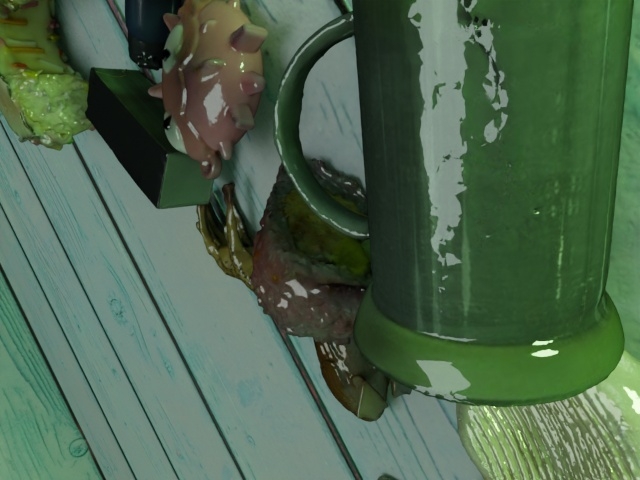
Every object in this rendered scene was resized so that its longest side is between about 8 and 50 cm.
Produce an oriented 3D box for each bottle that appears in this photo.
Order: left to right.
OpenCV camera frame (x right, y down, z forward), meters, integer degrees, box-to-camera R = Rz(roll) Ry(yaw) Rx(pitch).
[{"bbox_3d":[-0.211,-0.338,0.741,0.082,0.072,0.244,-99,19,-48],"label":"bottle"}]

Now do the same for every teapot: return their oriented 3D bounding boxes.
[{"bbox_3d":[0.088,-0.086,0.416,0.271,0.200,0.336,7,114,28],"label":"teapot"}]

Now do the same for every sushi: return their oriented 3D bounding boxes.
[{"bbox_3d":[-0.012,0.008,0.623,0.241,0.161,0.107,39,137,28],"label":"sushi"}]

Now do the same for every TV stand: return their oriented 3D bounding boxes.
[{"bbox_3d":[-0.251,-0.155,0.844,0.269,0.083,0.088,45,130,36],"label":"TV stand"}]

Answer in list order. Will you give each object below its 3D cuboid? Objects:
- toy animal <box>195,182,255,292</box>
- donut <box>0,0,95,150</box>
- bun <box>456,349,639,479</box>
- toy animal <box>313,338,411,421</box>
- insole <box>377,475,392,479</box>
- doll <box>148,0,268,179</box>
[{"bbox_3d":[-0.095,0.029,0.819,0.275,0.054,0.149,57,138,15],"label":"toy animal"},{"bbox_3d":[-0.492,-0.356,0.994,0.307,0.150,0.370,33,132,35],"label":"donut"},{"bbox_3d":[0.207,0.150,0.493,0.183,0.102,0.183,12,107,46],"label":"bun"},{"bbox_3d":[0.029,0.139,0.719,0.179,0.089,0.188,8,122,64],"label":"toy animal"},{"bbox_3d":[0.148,0.361,0.751,0.192,0.010,0.063,18,122,44],"label":"insole"},{"bbox_3d":[-0.132,-0.205,0.694,0.211,0.093,0.261,12,102,45],"label":"doll"}]
